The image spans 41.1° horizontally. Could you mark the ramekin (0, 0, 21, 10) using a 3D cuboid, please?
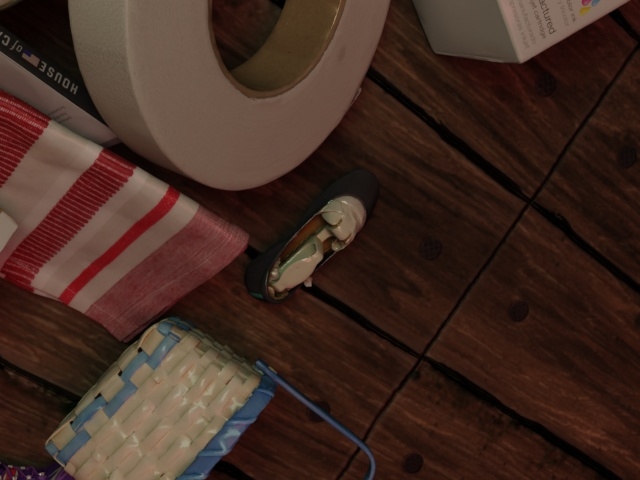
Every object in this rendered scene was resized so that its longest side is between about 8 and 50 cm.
[{"bbox_3d":[-0.305,-0.318,0.644,0.303,0.303,0.148,33,50,-24],"label":"ramekin"}]

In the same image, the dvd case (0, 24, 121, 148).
[{"bbox_3d":[-0.314,-0.139,0.755,0.239,0.179,0.029,36,54,-39],"label":"dvd case"}]

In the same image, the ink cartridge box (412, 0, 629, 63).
[{"bbox_3d":[0.237,-0.341,0.899,0.270,0.197,0.198,-31,113,-9],"label":"ink cartridge box"}]

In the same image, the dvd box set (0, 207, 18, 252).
[{"bbox_3d":[-0.459,-0.028,0.603,0.420,0.062,0.307,49,48,-32],"label":"dvd box set"}]

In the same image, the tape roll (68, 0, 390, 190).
[{"bbox_3d":[-0.055,-0.237,0.776,0.392,0.072,0.391,-40,142,-41],"label":"tape roll"}]

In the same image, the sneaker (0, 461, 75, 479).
[{"bbox_3d":[-0.342,0.271,0.940,0.170,0.068,0.071,-16,104,-14],"label":"sneaker"}]

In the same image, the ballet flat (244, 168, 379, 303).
[{"bbox_3d":[0.000,0.000,0.982,0.203,0.074,0.074,-42,114,-5],"label":"ballet flat"}]

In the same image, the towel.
[{"bbox_3d":[-0.265,-0.022,0.819,0.329,0.037,0.237,31,135,-24],"label":"towel"}]

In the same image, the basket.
[{"bbox_3d":[-0.118,0.233,0.918,0.255,0.201,0.289,-45,87,-3],"label":"basket"}]
